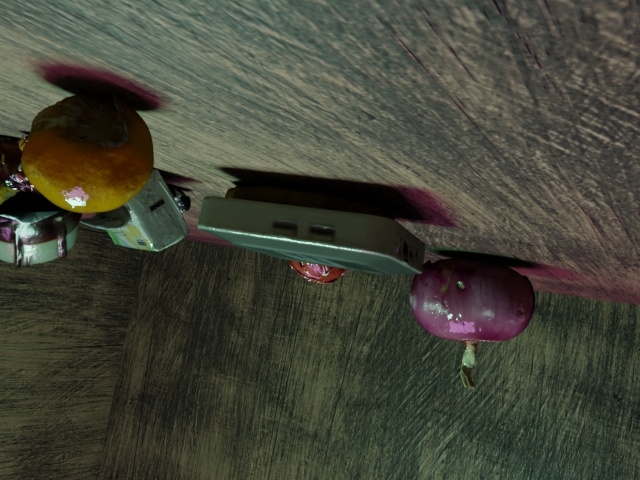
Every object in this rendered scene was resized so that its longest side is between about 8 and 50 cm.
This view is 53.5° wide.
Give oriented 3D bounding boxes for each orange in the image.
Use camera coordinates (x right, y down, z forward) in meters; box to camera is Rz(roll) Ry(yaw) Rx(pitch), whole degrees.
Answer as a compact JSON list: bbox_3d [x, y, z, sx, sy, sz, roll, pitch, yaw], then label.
[{"bbox_3d":[-0.278,-0.110,0.772,0.157,0.156,0.134,13,153,-29],"label":"orange"}]

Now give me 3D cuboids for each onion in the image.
[{"bbox_3d":[0.428,0.192,1.850,0.358,0.344,0.358,18,-160,-7],"label":"onion"}]

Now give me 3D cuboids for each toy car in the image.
[{"bbox_3d":[-0.393,-0.099,1.514,0.171,0.070,0.080,10,174,11],"label":"toy car"}]

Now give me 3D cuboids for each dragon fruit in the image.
[{"bbox_3d":[0.006,0.027,1.591,0.172,0.172,0.209,10,166,2],"label":"dragon fruit"}]

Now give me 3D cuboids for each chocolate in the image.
[{"bbox_3d":[-0.718,-0.046,1.573,0.284,0.186,0.283,5,-155,-2],"label":"chocolate"}]

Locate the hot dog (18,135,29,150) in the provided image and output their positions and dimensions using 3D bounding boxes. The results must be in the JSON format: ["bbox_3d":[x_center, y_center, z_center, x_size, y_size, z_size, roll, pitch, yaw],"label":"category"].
[{"bbox_3d":[-0.502,-0.168,1.178,0.056,0.041,0.133,0,166,22],"label":"hot dog"}]

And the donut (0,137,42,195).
[{"bbox_3d":[-0.583,-0.143,1.310,0.235,0.089,0.235,10,173,1],"label":"donut"}]

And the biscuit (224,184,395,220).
[{"bbox_3d":[-0.018,-0.063,1.304,0.359,0.046,0.359,10,174,1],"label":"biscuit"}]

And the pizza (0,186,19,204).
[{"bbox_3d":[-0.840,-0.104,1.400,0.392,0.435,0.080,-8,134,1],"label":"pizza"}]

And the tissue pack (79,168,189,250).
[{"bbox_3d":[-0.415,-0.053,1.354,0.145,0.159,0.229,-37,-155,-30],"label":"tissue pack"}]

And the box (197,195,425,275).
[{"bbox_3d":[0.000,0.000,1.229,0.373,0.090,0.367,9,176,20],"label":"box"}]
